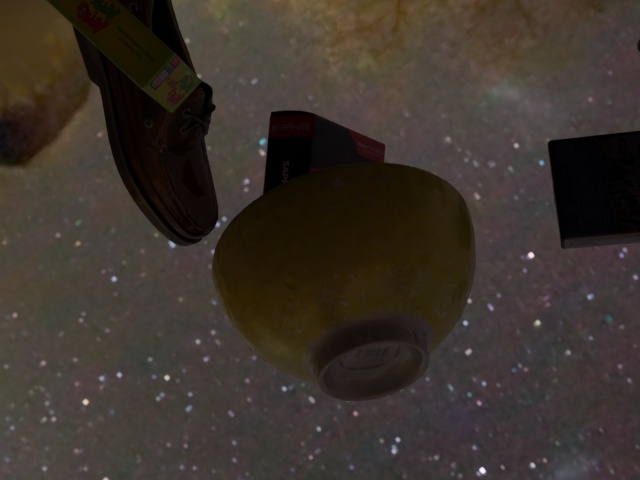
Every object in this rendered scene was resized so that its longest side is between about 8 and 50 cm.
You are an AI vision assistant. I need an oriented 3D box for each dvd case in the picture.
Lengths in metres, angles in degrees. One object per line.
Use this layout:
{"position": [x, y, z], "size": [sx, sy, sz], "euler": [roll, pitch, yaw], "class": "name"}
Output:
{"position": [0.411, -0.070, 1.201], "size": [0.253, 0.022, 0.180], "euler": [-5, -135, 11], "class": "dvd case"}

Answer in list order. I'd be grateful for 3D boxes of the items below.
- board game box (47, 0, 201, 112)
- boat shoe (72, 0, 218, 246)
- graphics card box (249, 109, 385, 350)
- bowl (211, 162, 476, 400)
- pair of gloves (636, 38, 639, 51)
{"position": [-0.196, -0.199, 0.903], "size": [0.043, 0.181, 0.092], "euler": [-48, 170, 1], "class": "board game box"}
{"position": [-0.175, -0.143, 1.112], "size": [0.104, 0.307, 0.111], "euler": [-16, -166, 25], "class": "boat shoe"}
{"position": [0.000, 0.000, 1.578], "size": [0.094, 0.233, 0.371], "euler": [3, -96, 32], "class": "graphics card box"}
{"position": [0.039, 0.072, 1.033], "size": [0.289, 0.289, 0.156], "euler": [-30, -129, 20], "class": "bowl"}
{"position": [0.316, -0.242, 0.892], "size": [0.023, 0.198, 0.159], "euler": [14, -148, 31], "class": "pair of gloves"}
